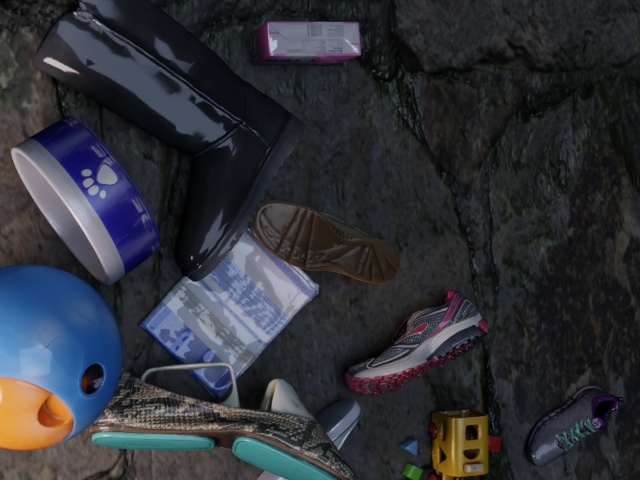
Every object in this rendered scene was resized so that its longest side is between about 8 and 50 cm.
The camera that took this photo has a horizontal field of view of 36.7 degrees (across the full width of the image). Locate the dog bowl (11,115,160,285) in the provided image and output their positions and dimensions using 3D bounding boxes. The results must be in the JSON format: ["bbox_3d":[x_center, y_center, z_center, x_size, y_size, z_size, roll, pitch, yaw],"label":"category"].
[{"bbox_3d":[-0.374,-0.063,1.546,0.104,0.265,0.265,-36,102,-20],"label":"dog bowl"}]

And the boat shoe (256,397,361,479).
[{"bbox_3d":[-0.013,0.403,1.784,0.258,0.095,0.084,-43,108,-6],"label":"boat shoe"}]

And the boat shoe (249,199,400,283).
[{"bbox_3d":[0.000,0.000,1.784,0.302,0.098,0.109,18,96,-22],"label":"boat shoe"}]

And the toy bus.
[{"bbox_3d":[0.276,0.427,1.881,0.202,0.104,0.191,45,75,-15],"label":"toy bus"}]

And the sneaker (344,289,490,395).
[{"bbox_3d":[0.174,0.203,1.851,0.299,0.121,0.112,-25,69,-19],"label":"sneaker"}]

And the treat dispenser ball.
[{"bbox_3d":[-0.453,0.179,1.501,0.288,0.288,0.288,0,89,-21],"label":"treat dispenser ball"}]

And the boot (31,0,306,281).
[{"bbox_3d":[-0.290,-0.196,1.639,0.445,0.146,0.367,37,67,-21],"label":"boot"}]

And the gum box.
[{"bbox_3d":[-0.024,-0.360,1.769,0.188,0.107,0.062,-4,91,-21],"label":"gum box"}]

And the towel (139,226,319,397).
[{"bbox_3d":[-0.159,0.119,1.753,0.209,0.034,0.285,47,74,-14],"label":"towel"}]

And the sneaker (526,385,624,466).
[{"bbox_3d":[0.520,0.381,1.979,0.223,0.098,0.083,-41,103,-17],"label":"sneaker"}]

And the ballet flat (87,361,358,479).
[{"bbox_3d":[-0.155,0.301,1.659,0.482,0.164,0.182,13,64,-6],"label":"ballet flat"}]
